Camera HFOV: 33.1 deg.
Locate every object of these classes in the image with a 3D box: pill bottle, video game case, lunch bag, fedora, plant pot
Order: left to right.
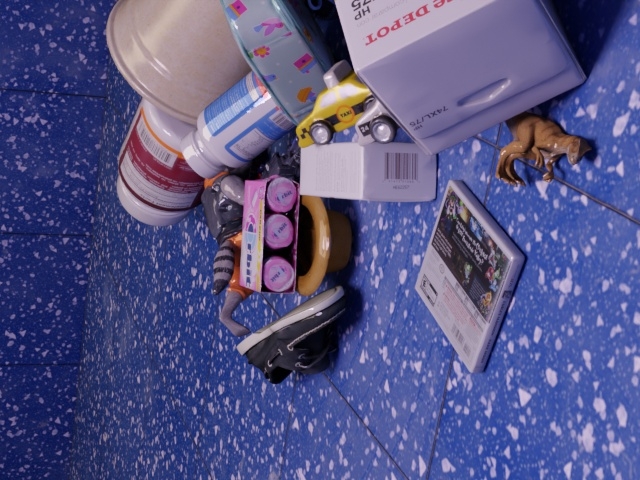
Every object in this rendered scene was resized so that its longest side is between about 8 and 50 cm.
[{"bbox_3d":[-0.308,-0.195,2.321,0.392,0.224,0.224,131,136,-57],"label":"pill bottle"},{"bbox_3d":[-0.173,-0.427,1.949,0.305,0.334,0.334,-45,46,43],"label":"plant pot"},{"bbox_3d":[-0.137,-0.205,1.889,0.221,0.124,0.124,-34,50,23],"label":"pill bottle"},{"bbox_3d":[-0.065,-0.335,1.715,0.279,0.108,0.224,54,-164,-47],"label":"lunch bag"},{"bbox_3d":[0.000,0.000,1.742,0.194,0.079,0.194,-178,90,-67],"label":"fedora"},{"bbox_3d":[0.185,0.043,1.368,0.190,0.022,0.173,-119,37,-53],"label":"video game case"}]

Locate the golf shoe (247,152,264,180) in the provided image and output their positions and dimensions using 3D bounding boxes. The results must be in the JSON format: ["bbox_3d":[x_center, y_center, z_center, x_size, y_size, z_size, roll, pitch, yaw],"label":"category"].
[{"bbox_3d":[-0.159,-0.200,2.122,0.086,0.067,0.186,-7,83,28],"label":"golf shoe"}]

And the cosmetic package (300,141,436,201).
[{"bbox_3d":[0.063,-0.099,1.550,0.231,0.117,0.085,-174,85,-69],"label":"cosmetic package"}]

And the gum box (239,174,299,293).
[{"bbox_3d":[-0.083,-0.013,1.756,0.107,0.062,0.188,-170,82,-68],"label":"gum box"}]

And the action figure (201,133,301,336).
[{"bbox_3d":[-0.131,-0.047,1.943,0.341,0.178,0.330,118,145,-41],"label":"action figure"}]

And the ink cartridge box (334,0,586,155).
[{"bbox_3d":[0.136,-0.277,1.188,0.198,0.197,0.270,-25,56,18],"label":"ink cartridge box"}]

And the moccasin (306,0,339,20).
[{"bbox_3d":[-0.004,-0.444,1.618,0.138,0.117,0.342,43,159,17],"label":"moccasin"}]

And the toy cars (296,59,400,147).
[{"bbox_3d":[0.079,-0.201,1.431,0.087,0.176,0.393,58,163,-15],"label":"toy cars"}]

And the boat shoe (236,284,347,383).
[{"bbox_3d":[-0.031,0.170,1.775,0.113,0.127,0.340,59,144,3],"label":"boat shoe"}]

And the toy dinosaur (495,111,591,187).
[{"bbox_3d":[0.236,-0.122,1.228,0.112,0.064,0.211,-60,40,17],"label":"toy dinosaur"}]
